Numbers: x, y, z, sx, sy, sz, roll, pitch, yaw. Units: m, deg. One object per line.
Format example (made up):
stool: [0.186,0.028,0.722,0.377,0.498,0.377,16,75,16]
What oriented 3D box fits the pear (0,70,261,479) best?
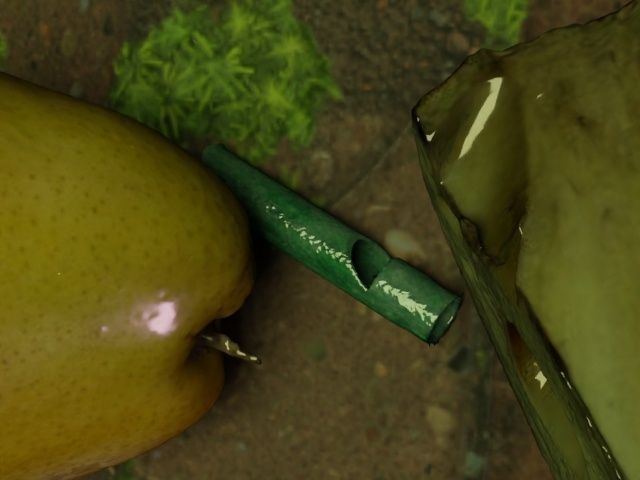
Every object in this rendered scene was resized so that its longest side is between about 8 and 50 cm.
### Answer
pear: [-0.216,0.026,0.698,0.336,0.285,0.284,-7,90,25]

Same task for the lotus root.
lotus root: [0.178,0.042,0.596,0.210,0.142,0.314,-16,64,10]

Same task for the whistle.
whistle: [0.000,0.000,0.728,0.186,0.039,0.039,33,105,20]
